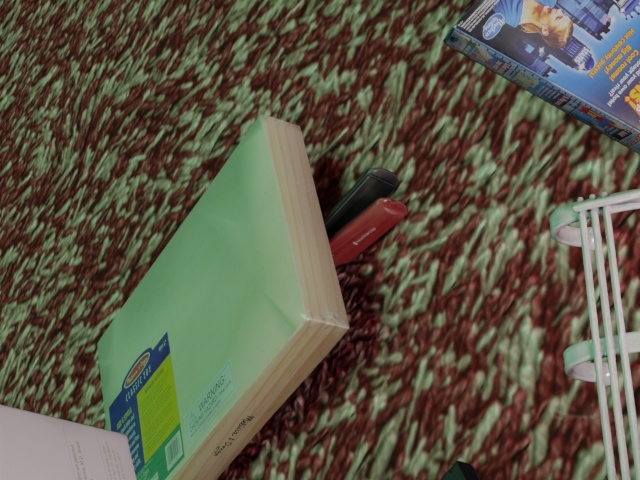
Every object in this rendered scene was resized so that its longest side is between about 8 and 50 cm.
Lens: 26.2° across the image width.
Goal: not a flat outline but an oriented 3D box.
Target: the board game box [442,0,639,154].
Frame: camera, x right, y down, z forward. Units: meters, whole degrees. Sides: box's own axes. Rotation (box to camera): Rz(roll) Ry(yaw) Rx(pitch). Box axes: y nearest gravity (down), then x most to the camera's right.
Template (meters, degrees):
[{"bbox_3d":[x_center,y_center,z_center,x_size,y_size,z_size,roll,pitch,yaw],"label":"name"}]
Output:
[{"bbox_3d":[0.233,-0.163,1.070,0.194,0.194,0.060,-47,0,-5],"label":"board game box"}]

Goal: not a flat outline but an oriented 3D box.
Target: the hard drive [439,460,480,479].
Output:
[{"bbox_3d":[0.096,0.262,1.139,0.135,0.022,0.094,-52,38,22],"label":"hard drive"}]

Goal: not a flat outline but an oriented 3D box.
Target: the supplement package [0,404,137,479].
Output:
[{"bbox_3d":[-0.299,0.234,1.054,0.177,0.293,0.175,-49,41,26],"label":"supplement package"}]

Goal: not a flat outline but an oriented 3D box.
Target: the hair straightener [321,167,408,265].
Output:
[{"bbox_3d":[0.000,0.000,1.395,0.230,0.047,0.089,-46,40,36],"label":"hair straightener"}]

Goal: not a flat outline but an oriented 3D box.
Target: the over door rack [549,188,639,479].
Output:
[{"bbox_3d":[0.316,0.052,0.895,0.324,0.108,0.239,-20,58,31],"label":"over door rack"}]

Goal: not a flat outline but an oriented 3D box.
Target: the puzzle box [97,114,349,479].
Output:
[{"bbox_3d":[-0.119,0.101,1.444,0.409,0.052,0.272,-51,39,37],"label":"puzzle box"}]
